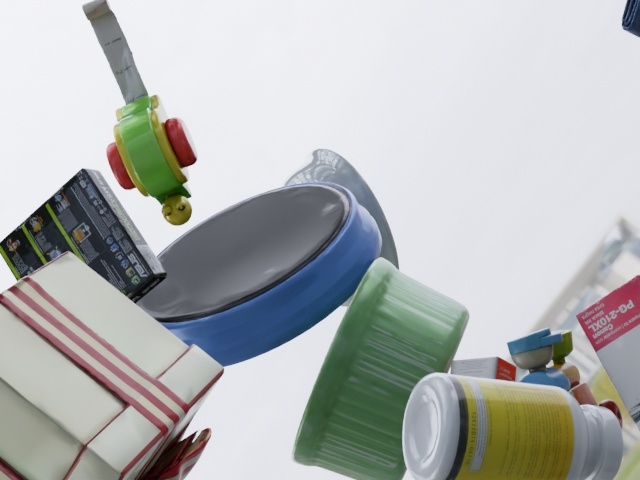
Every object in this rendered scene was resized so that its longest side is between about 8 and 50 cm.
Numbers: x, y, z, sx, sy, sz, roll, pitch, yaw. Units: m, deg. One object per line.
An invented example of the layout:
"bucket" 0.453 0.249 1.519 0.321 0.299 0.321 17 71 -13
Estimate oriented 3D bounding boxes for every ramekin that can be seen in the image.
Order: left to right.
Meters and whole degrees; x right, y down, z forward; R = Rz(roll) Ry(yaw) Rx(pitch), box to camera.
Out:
"ramekin" 0.088 0.189 1.473 0.303 0.148 0.304 23 -90 -82

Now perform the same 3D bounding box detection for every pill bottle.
"pill bottle" 0.175 0.179 0.978 0.184 0.103 0.103 9 -49 -17

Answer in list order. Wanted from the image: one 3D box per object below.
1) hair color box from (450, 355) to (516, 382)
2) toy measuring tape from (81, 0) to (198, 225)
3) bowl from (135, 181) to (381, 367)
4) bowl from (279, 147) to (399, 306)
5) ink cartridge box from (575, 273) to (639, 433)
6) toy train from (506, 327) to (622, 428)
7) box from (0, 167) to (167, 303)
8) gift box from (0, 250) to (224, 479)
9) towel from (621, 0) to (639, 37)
"hair color box" 0.188 0.213 1.291 0.043 0.072 0.141 30 -119 -39
"toy measuring tape" -0.246 -0.174 1.429 0.121 0.330 0.121 -22 0 0
"bowl" -0.103 0.039 1.582 0.391 0.391 0.077 -40 -63 -29
"bowl" 0.000 0.000 1.877 0.134 0.298 0.298 -25 -28 -22
"ink cartridge box" 0.421 0.176 1.261 0.100 0.237 0.172 -37 -33 23
"toy train" 0.299 0.172 1.313 0.105 0.143 0.248 -17 -7 28
"box" -0.333 0.028 1.498 0.184 0.191 0.045 -40 -14 17
"gift box" -0.275 0.209 1.160 0.276 0.258 0.255 -57 -7 34
"towel" 0.478 -0.320 1.554 0.119 0.029 0.067 8 -78 -40
